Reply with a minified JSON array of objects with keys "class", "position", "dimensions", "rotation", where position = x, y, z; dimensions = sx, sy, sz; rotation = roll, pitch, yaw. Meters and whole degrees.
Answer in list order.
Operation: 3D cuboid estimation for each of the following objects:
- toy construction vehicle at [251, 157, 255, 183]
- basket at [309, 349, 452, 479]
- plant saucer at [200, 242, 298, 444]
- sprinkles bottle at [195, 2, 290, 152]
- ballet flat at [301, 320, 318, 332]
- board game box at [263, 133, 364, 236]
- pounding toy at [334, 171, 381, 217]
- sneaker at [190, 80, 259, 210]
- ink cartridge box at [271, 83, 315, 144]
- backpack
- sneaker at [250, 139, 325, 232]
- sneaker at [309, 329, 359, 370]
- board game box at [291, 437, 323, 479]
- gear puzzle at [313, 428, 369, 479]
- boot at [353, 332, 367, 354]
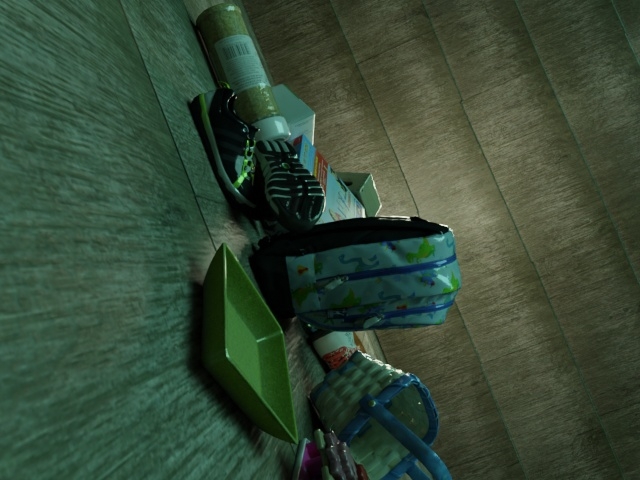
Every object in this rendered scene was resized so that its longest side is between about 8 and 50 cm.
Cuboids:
[{"class":"toy construction vehicle","position":[-0.166,-0.167,1.171],"dimensions":[0.086,0.035,0.098],"rotation":[81,-6,-62]},{"class":"basket","position":[0.130,0.352,0.920],"dimensions":[0.289,0.201,0.254],"rotation":[26,-29,48]},{"class":"plant saucer","position":[-0.092,0.127,0.638],"dimensions":[0.188,0.045,0.188],"rotation":[-105,171,-52]},{"class":"sprinkles bottle","position":[-0.192,-0.401,1.321],"dimensions":[0.121,0.121,0.355],"rotation":[-3,71,-84]},{"class":"ballet flat","position":[0.001,0.178,1.231],"dimensions":[0.188,0.070,0.070],"rotation":[33,36,-80]},{"class":"board game box","position":[0.000,-0.058,1.320],"dimensions":[0.302,0.086,0.308],"rotation":[47,31,-34]},{"class":"pounding toy","position":[0.080,-0.097,1.589],"dimensions":[0.094,0.181,0.206],"rotation":[-57,140,-34]},{"class":"sneaker","position":[-0.151,-0.171,0.953],"dimensions":[0.084,0.097,0.234],"rotation":[-70,138,-81]},{"class":"ink cartridge box","position":[-0.096,-0.298,1.464],"dimensions":[0.153,0.087,0.208],"rotation":[48,-27,25]},{"class":"backpack","position":[0.088,0.059,1.029],"dimensions":[0.290,0.356,0.273],"rotation":[-25,94,-85]},{"class":"sneaker","position":[-0.073,-0.063,1.009],"dimensions":[0.281,0.107,0.162],"rotation":[-111,-150,-50]},{"class":"sneaker","position":[0.056,0.282,1.211],"dimensions":[0.270,0.090,0.144],"rotation":[62,5,-66]},{"class":"board game box","position":[0.054,0.485,0.620],"dimensions":[0.390,0.050,0.389],"rotation":[-56,124,-83]},{"class":"gear puzzle","position":[0.080,0.395,0.729],"dimensions":[0.175,0.044,0.338],"rotation":[-107,173,-46]},{"class":"boot","position":[0.125,0.379,1.687],"dimensions":[0.280,0.096,0.264],"rotation":[62,11,22]}]
